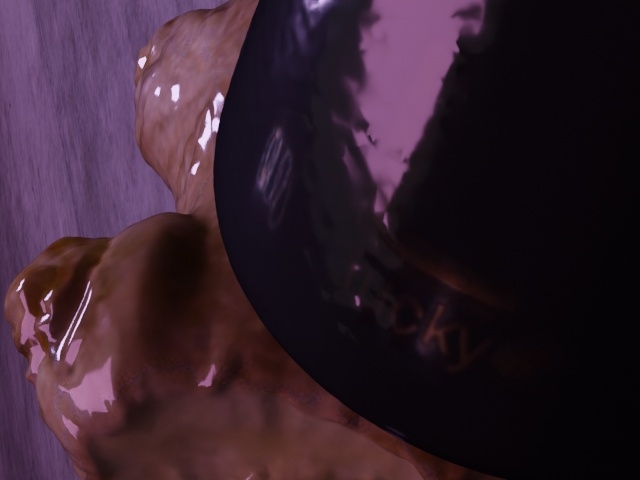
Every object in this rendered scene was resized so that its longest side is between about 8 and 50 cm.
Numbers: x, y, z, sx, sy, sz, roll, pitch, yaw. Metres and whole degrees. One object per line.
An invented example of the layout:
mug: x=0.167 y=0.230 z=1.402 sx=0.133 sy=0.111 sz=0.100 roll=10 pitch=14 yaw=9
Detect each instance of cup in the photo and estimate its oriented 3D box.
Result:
cup: x=0.088 y=-0.032 z=0.420 sx=0.223 sy=0.169 sz=0.176 roll=36 pitch=129 yaw=23

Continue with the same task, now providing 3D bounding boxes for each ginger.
ginger: x=0.000 y=0.000 z=0.607 sx=0.275 sy=0.221 sz=0.130 roll=-124 pitch=23 yaw=-43
